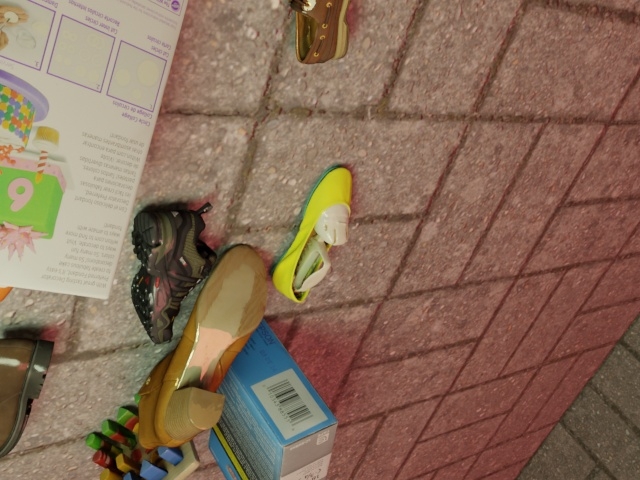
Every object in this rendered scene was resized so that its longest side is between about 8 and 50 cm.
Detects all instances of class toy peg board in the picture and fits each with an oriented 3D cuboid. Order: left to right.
[{"bbox_3d":[-0.293,0.334,1.117,0.161,0.160,0.079,-41,127,2],"label":"toy peg board"}]

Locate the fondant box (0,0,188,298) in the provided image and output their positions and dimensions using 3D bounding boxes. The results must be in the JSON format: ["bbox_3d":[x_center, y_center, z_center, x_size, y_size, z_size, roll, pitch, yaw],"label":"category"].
[{"bbox_3d":[-0.265,-0.129,0.608,0.238,0.096,0.330,15,90,-47],"label":"fondant box"}]

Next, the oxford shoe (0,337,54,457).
[{"bbox_3d":[-0.431,0.207,0.945,0.096,0.083,0.227,16,121,-22],"label":"oxford shoe"}]

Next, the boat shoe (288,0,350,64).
[{"bbox_3d":[-0.004,-0.279,0.809,0.060,0.064,0.178,-27,143,-20],"label":"boat shoe"}]

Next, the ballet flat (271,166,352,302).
[{"bbox_3d":[0.000,0.000,1.081,0.077,0.077,0.231,6,123,-42],"label":"ballet flat"}]

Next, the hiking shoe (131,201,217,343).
[{"bbox_3d":[-0.193,0.053,0.965,0.114,0.086,0.227,-14,137,-29],"label":"hiking shoe"}]

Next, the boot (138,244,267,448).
[{"bbox_3d":[-0.190,0.159,1.052,0.104,0.295,0.211,29,148,-25],"label":"boot"}]

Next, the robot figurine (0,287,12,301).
[{"bbox_3d":[-0.384,-0.011,0.710,0.219,0.128,0.158,-45,158,5],"label":"robot figurine"}]

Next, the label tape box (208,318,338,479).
[{"bbox_3d":[-0.094,0.332,1.204,0.106,0.240,0.334,-19,139,-27],"label":"label tape box"}]
